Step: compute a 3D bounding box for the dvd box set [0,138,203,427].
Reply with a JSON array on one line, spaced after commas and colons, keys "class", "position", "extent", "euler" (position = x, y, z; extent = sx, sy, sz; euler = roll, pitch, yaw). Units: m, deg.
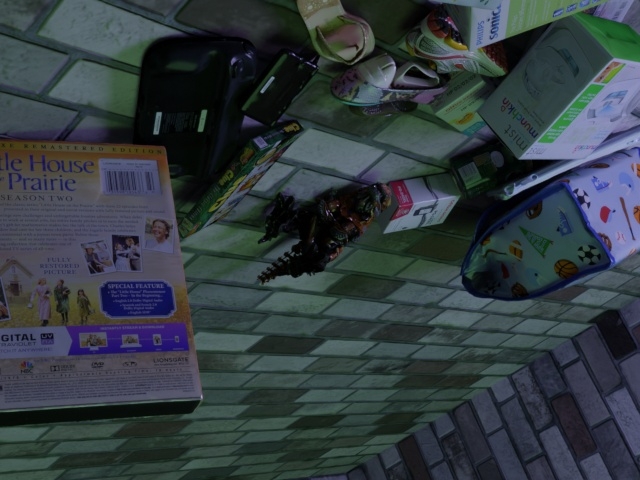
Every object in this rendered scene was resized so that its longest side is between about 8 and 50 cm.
[{"class": "dvd box set", "position": [-0.345, 0.046, 1.334], "extent": [0.307, 0.420, 0.062], "euler": [0, 149, -24]}]

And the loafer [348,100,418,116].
[{"class": "loafer", "position": [0.106, -0.237, 1.615], "extent": [0.148, 0.056, 0.050], "euler": [-9, -171, -41]}]

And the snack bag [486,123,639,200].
[{"class": "snack bag", "position": [0.508, -0.156, 1.955], "extent": [0.323, 0.037, 0.342], "euler": [-24, 180, 4]}]

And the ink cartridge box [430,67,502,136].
[{"class": "ink cartridge box", "position": [0.253, -0.256, 1.677], "extent": [0.104, 0.061, 0.181], "euler": [-35, 152, 23]}]

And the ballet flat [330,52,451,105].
[{"class": "ballet flat", "position": [0.119, -0.261, 1.542], "extent": [0.221, 0.077, 0.079], "euler": [-2, 147, -32]}]

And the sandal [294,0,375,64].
[{"class": "sandal", "position": [0.029, -0.295, 1.403], "extent": [0.088, 0.079, 0.240], "euler": [-28, 154, 12]}]

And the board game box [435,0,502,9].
[{"class": "board game box", "position": [0.075, -0.391, 1.085], "extent": [0.303, 0.224, 0.097], "euler": [-4, 150, -35]}]

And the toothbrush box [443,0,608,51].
[{"class": "toothbrush box", "position": [0.319, -0.415, 1.350], "extent": [0.283, 0.122, 0.206], "euler": [-22, 155, -3]}]

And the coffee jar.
[{"class": "coffee jar", "position": [0.361, -0.157, 1.937], "extent": [0.184, 0.079, 0.096], "euler": [-24, 163, 4]}]

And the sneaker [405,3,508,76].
[{"class": "sneaker", "position": [0.223, -0.313, 1.540], "extent": [0.092, 0.088, 0.225], "euler": [-26, 153, 38]}]

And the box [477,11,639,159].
[{"class": "box", "position": [0.434, -0.259, 1.637], "extent": [0.262, 0.127, 0.231], "euler": [-6, 142, -51]}]

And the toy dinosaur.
[{"class": "toy dinosaur", "position": [0.000, 0.000, 1.896], "extent": [0.218, 0.164, 0.322], "euler": [-10, 135, -60]}]

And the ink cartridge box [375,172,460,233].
[{"class": "ink cartridge box", "position": [0.201, -0.077, 1.984], "extent": [0.150, 0.063, 0.109], "euler": [-10, 152, -23]}]

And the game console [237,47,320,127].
[{"class": "game console", "position": [-0.063, -0.240, 1.449], "extent": [0.107, 0.071, 0.122], "euler": [21, 118, -40]}]

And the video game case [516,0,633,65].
[{"class": "video game case", "position": [0.442, -0.359, 1.676], "extent": [0.173, 0.022, 0.190], "euler": [-15, 154, -16]}]

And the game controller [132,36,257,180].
[{"class": "game controller", "position": [-0.198, -0.194, 1.462], "extent": [0.166, 0.067, 0.319], "euler": [2, 148, -15]}]

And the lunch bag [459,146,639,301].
[{"class": "lunch bag", "position": [0.522, -0.017, 2.090], "extent": [0.328, 0.239, 0.385], "euler": [-21, 169, -39]}]

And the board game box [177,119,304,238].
[{"class": "board game box", "position": [-0.141, -0.103, 1.642], "extent": [0.259, 0.030, 0.136], "euler": [-44, 170, 39]}]
